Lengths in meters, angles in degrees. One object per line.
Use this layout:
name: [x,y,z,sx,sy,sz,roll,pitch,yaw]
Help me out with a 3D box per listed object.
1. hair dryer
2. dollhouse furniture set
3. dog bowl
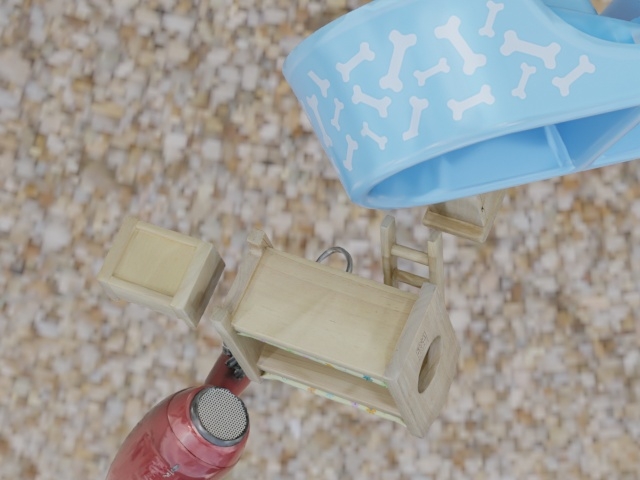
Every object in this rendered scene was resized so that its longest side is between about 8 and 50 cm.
hair dryer: [-0.073,0.131,1.513,0.293,0.223,0.080,-44,88,6]
dollhouse furniture set: [0.000,0.000,1.044,0.181,0.161,0.101,18,160,20]
dog bowl: [0.133,-0.082,0.887,0.297,0.074,0.166,-12,170,-12]
